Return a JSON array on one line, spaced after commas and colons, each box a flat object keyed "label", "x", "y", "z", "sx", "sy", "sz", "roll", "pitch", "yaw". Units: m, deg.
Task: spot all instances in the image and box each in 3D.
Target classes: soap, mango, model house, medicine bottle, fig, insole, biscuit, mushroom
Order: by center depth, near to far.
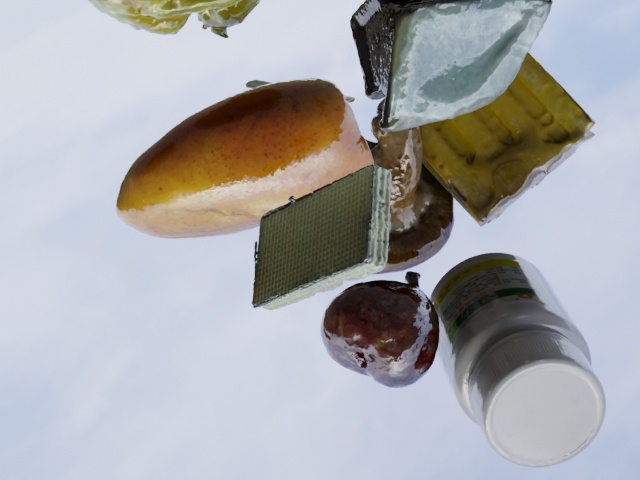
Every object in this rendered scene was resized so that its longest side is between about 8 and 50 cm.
[{"label": "model house", "x": 0.106, "y": -0.185, "z": 1.237, "sx": 0.165, "sy": 0.106, "sz": 0.152, "roll": -14, "pitch": -153, "yaw": -10}, {"label": "biscuit", "x": 0.000, "y": 0.000, "z": 1.525, "sx": 0.199, "sy": 0.041, "sz": 0.121, "roll": -22, "pitch": -123, "yaw": 46}, {"label": "mango", "x": -0.110, "y": -0.102, "z": 1.821, "sx": 0.350, "sy": 0.199, "sz": 0.201, "roll": -17, "pitch": -138, "yaw": 7}, {"label": "fig", "x": 0.105, "y": 0.113, "z": 2.034, "sx": 0.170, "sy": 0.145, "sz": 0.274, "roll": 19, "pitch": -154, "yaw": 13}, {"label": "medicine bottle", "x": 0.286, "y": 0.174, "z": 2.056, "sx": 0.208, "sy": 0.208, "sz": 0.339, "roll": -29, "pitch": -157, "yaw": 5}, {"label": "insole", "x": -0.032, "y": -0.238, "z": 2.219, "sx": 0.192, "sy": 0.010, "sz": 0.063, "roll": 12, "pitch": -163, "yaw": 25}, {"label": "mushroom", "x": 0.085, "y": -0.070, "z": 2.309, "sx": 0.267, "sy": 0.254, "sz": 0.267, "roll": -5, "pitch": -111, "yaw": 14}, {"label": "soap", "x": 0.279, "y": -0.202, "z": 2.344, "sx": 0.259, "sy": 0.281, "sz": 0.143, "roll": -41, "pitch": 172, "yaw": 5}]

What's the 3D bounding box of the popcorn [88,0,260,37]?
[{"label": "popcorn", "x": -0.205, "y": -0.403, "z": 1.753, "sx": 0.274, "sy": 0.335, "sz": 0.279, "roll": 28, "pitch": -145, "yaw": 33}]
